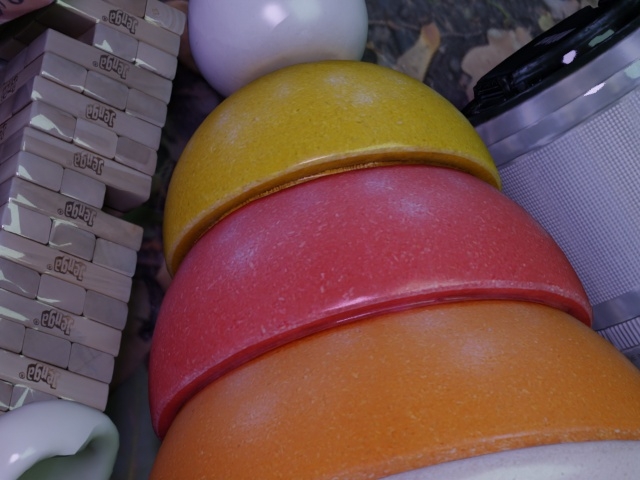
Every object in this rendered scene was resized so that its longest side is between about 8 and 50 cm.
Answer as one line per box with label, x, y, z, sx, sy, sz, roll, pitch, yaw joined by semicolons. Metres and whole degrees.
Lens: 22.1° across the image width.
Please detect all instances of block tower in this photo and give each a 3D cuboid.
block tower;-0.164;-0.011;0.980;0.097;0.091;0.335;22;61;-29

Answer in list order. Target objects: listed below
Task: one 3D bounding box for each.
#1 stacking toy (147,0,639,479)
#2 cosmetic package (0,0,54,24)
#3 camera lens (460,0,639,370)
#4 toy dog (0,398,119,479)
stacking toy;0.016;0.016;0.997;0.351;0.350;0.479;7;58;-36
cosmetic package;-0.262;-0.267;0.934;0.296;0.129;0.153;42;53;-33
camera lens;0.245;-0.037;1.219;0.219;0.219;0.274;-39;99;-39
toy dog;-0.324;0.067;0.686;0.285;0.395;0.408;-35;70;-28
